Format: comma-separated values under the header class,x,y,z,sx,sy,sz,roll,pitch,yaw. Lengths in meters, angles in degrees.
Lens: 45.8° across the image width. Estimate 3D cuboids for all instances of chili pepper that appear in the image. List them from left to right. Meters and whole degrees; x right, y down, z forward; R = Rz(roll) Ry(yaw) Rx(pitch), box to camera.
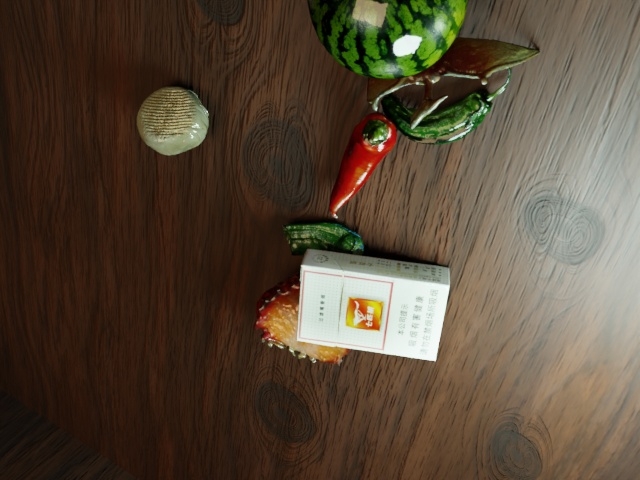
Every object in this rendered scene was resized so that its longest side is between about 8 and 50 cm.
class,x,y,z,sx,sy,sz,roll,pitch,yaw
chili pepper,0.001,-0.001,1.827,0.224,0.061,0.097,10,113,34
chili pepper,0.094,-0.171,1.590,0.092,0.137,0.368,19,157,0
chili pepper,0.249,-0.252,1.488,0.279,0.065,0.122,-6,95,31

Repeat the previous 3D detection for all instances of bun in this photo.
class,x,y,z,sx,sy,sz,roll,pitch,yaw
bun,-0.349,-0.283,1.839,0.173,0.166,0.113,34,176,21

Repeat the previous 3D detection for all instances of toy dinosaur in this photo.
class,x,y,z,sx,sy,sz,roll,pitch,yaw
toy dinosaur,0.229,-0.320,1.430,0.327,0.113,0.206,-33,59,24

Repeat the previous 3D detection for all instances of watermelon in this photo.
class,x,y,z,sx,sy,sz,roll,pitch,yaw
watermelon,0.118,-0.424,1.313,0.285,0.285,0.285,18,127,24

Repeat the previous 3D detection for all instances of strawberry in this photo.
class,x,y,z,sx,sy,sz,roll,pitch,yaw
strawberry,-0.033,0.157,1.904,0.254,0.150,0.280,6,118,10

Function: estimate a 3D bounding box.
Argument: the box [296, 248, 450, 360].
class,x,y,z,sx,sy,sz,roll,pitch,yaw
box,0.116,0.147,1.737,0.331,0.095,0.210,8,119,6
